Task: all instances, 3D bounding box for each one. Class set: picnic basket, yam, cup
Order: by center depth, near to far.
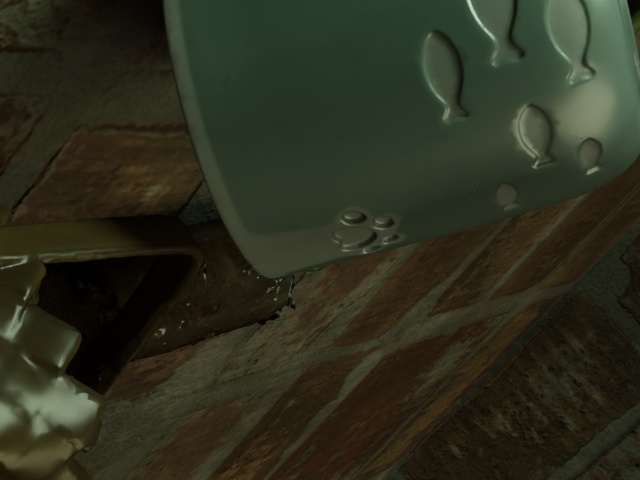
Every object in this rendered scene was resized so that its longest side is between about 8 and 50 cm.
[{"bbox_3d":[-0.247,0.085,0.831,0.321,0.291,0.254,-5,141,-48],"label":"picnic basket"},{"bbox_3d":[0.052,-0.169,0.849,0.274,0.259,0.356,-13,121,11],"label":"cup"},{"bbox_3d":[-0.141,0.046,1.245,0.280,0.131,0.131,-14,148,-52],"label":"yam"}]

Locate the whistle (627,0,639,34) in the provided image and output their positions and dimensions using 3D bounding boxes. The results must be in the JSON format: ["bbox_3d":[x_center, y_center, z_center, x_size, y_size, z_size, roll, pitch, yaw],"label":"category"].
[{"bbox_3d":[0.295,-0.210,1.555,0.288,0.131,0.106,-42,132,-2],"label":"whistle"}]

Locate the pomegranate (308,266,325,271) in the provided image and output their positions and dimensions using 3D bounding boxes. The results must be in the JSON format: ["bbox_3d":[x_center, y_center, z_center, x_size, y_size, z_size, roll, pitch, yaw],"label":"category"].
[{"bbox_3d":[-0.001,-0.003,1.493,0.085,0.073,0.073,-11,158,-4],"label":"pomegranate"}]
